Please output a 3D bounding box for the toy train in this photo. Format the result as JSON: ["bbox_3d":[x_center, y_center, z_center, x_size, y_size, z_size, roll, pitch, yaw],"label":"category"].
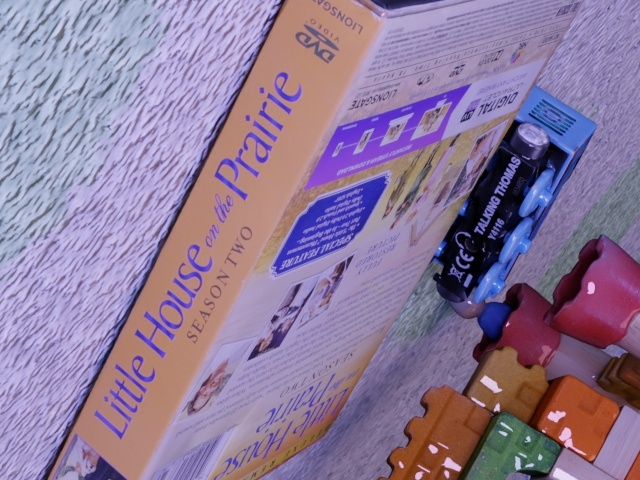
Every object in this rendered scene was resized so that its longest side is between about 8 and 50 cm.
[{"bbox_3d":[0.145,-0.030,1.359,0.105,0.080,0.184,-41,161,-46],"label":"toy train"}]

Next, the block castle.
[{"bbox_3d":[0.128,0.227,1.411,0.453,0.213,0.303,-59,-177,-16],"label":"block castle"}]

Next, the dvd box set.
[{"bbox_3d":[0.000,0.000,1.085,0.307,0.062,0.420,-24,147,-56],"label":"dvd box set"}]
